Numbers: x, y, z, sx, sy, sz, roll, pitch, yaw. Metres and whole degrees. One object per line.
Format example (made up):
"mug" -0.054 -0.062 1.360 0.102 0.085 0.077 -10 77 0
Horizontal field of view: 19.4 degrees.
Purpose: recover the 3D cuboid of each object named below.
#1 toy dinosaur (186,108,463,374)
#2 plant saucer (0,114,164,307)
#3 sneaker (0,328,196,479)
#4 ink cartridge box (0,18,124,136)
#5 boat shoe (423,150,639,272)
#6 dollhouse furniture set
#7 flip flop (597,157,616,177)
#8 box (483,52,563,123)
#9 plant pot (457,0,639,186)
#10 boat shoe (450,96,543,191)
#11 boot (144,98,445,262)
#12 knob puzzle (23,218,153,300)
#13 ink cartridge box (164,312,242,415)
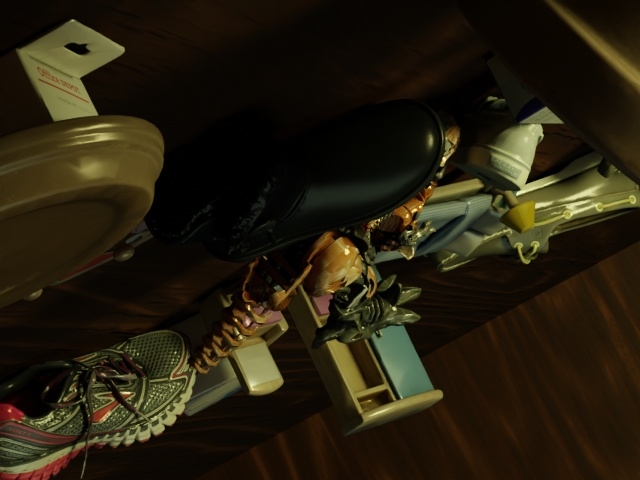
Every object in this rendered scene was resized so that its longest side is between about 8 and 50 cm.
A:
"toy dinosaur" 0.000 0.000 1.784 0.322 0.164 0.218 -22 161 -3
"plant saucer" -0.221 0.003 1.186 0.277 0.041 0.278 -24 169 -5
"sneaker" -0.253 0.171 2.069 0.299 0.121 0.112 -28 142 -39
"ink cartridge box" -0.203 -0.063 1.182 0.180 0.060 0.104 -28 168 10
"boat shoe" 0.279 -0.026 2.444 0.305 0.091 0.109 -25 169 -11
"dollhouse furniture set" 0.081 0.068 2.102 0.286 0.198 0.303 -13 160 -42
"flip flop" 0.474 -0.149 2.349 0.277 0.080 0.112 -27 171 -5
"box" 0.240 -0.167 1.724 0.126 0.072 0.137 -31 169 26
"plant pot" 0.269 -0.176 1.370 0.229 0.263 0.263 -48 163 16
"boat shoe" 0.174 -0.099 1.845 0.081 0.079 0.227 -61 -171 0
"boot" -0.016 -0.055 1.582 0.246 0.094 0.207 -25 172 7
"knob puzzle" -0.191 0.005 1.628 0.213 0.030 0.213 -26 169 -5
"ink cartridge box" -0.146 0.145 2.241 0.092 0.090 0.143 -26 168 -3
